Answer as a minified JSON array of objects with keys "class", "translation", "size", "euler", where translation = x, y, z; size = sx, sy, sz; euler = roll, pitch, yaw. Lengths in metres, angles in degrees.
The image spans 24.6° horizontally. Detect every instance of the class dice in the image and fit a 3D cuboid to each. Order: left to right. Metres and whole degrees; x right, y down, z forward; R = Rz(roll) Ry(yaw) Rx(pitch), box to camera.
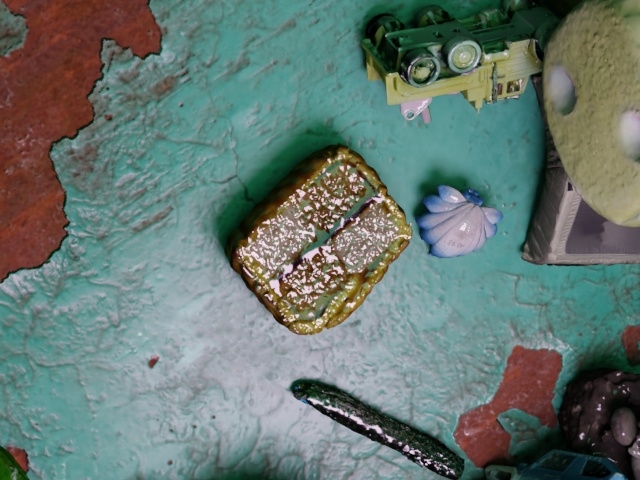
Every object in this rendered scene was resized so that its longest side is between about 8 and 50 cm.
[{"class":"dice","translation":[0.422,-0.175,1.704],"size":[0.252,0.254,0.249],"euler":[-15,75,-19]}]

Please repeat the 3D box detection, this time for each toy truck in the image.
[{"class":"toy truck","translation":[0.190,-0.227,1.867],"size":[0.260,0.128,0.135],"euler":[-17,126,-12]},{"class":"toy truck","translation":[0.309,0.361,1.876],"size":[0.155,0.279,0.156],"euler":[48,72,-14]}]

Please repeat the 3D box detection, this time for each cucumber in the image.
[{"class":"cucumber","translation":[0.079,0.247,1.928],"size":[0.257,0.043,0.044],"euler":[29,85,-14]}]

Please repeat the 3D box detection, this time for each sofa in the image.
[{"class":"sofa","translation":[0.372,-0.088,1.935],"size":[0.210,0.176,0.225],"euler":[-2,126,-13]}]

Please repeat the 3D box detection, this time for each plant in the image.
[{"class":"plant","translation":[0.415,0.254,1.890],"size":[0.146,0.274,0.149],"euler":[8,96,-20]}]

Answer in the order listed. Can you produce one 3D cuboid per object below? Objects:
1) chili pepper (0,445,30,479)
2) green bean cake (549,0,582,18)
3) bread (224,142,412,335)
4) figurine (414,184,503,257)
[{"class":"chili pepper","translation":[-0.383,0.416,1.780],"size":[0.213,0.167,0.385],"euler":[-28,104,-6]},{"class":"green bean cake","translation":[0.338,-0.407,1.839],"size":[0.236,0.124,0.233],"euler":[48,53,-14]},{"class":"bread","translation":[0.000,0.000,1.850],"size":[0.222,0.096,0.181],"euler":[-45,104,-6]},{"class":"figurine","translation":[0.173,-0.017,1.907],"size":[0.114,0.079,0.114],"euler":[-4,134,-4]}]
